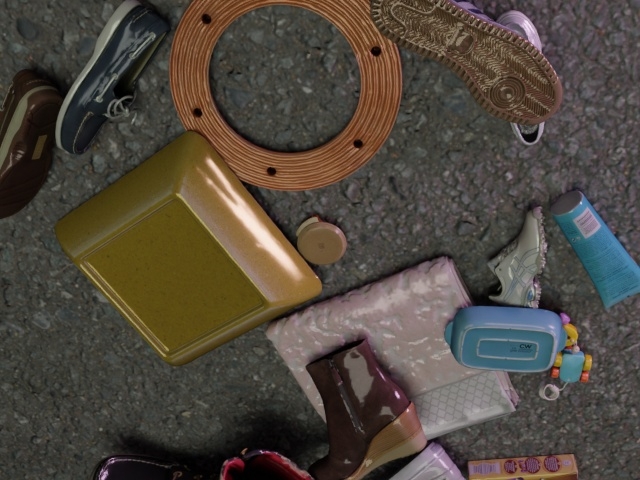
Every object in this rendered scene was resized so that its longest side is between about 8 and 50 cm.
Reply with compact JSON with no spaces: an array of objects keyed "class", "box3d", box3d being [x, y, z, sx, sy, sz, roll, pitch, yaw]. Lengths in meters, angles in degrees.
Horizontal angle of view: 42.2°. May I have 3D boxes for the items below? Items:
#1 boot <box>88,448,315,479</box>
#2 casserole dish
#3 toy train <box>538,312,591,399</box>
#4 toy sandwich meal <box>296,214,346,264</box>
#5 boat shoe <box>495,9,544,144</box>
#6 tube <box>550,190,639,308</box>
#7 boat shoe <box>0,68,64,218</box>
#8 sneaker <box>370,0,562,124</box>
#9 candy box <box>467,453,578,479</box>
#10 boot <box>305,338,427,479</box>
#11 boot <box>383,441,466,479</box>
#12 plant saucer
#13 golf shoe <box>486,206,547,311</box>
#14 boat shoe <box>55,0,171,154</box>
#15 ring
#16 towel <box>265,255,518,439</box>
[{"class":"boot","box3d":[-0.195,0.436,1.433,0.377,0.138,0.284,27,143,-10]},{"class":"casserole dish","box3d":[0.287,0.158,1.281,0.189,0.037,0.114,3,123,4]},{"class":"toy train","box3d":[0.359,0.171,1.332,0.125,0.046,0.166,-30,106,22]},{"class":"toy sandwich meal","box3d":[0.000,0.000,1.301,0.086,0.029,0.085,1,119,2]},{"class":"boat shoe","box3d":[0.272,-0.217,1.130,0.066,0.063,0.184,-5,117,10]},{"class":"tube","box3d":[0.419,0.017,1.243,0.080,0.052,0.207,-29,115,25]},{"class":"boat shoe","box3d":[-0.465,-0.148,1.267,0.095,0.095,0.257,49,121,21]},{"class":"sneaker","box3d":[0.187,-0.263,1.078,0.282,0.153,0.099,29,115,-15]},{"class":"candy box","box3d":[0.360,0.440,1.464,0.187,0.053,0.109,-8,115,10]},{"class":"boot","box3d":[0.035,0.289,1.373,0.248,0.090,0.206,-32,93,28]},{"class":"boot","box3d":[0.150,0.478,1.469,0.258,0.095,0.123,-46,77,24]},{"class":"plant saucer","box3d":[-0.223,0.046,1.309,0.333,0.081,0.333,-29,110,27]},{"class":"golf shoe","box3d":[0.297,0.030,1.256,0.086,0.069,0.176,7,117,11]},{"class":"boat shoe","box3d":[-0.297,-0.221,1.194,0.079,0.095,0.254,35,108,2]},{"class":"ring","box3d":[-0.051,-0.229,1.188,0.337,0.032,0.336,3,118,6]},{"class":"towel","box3d":[0.123,0.210,1.379,0.332,0.053,0.317,-23,112,17]}]
